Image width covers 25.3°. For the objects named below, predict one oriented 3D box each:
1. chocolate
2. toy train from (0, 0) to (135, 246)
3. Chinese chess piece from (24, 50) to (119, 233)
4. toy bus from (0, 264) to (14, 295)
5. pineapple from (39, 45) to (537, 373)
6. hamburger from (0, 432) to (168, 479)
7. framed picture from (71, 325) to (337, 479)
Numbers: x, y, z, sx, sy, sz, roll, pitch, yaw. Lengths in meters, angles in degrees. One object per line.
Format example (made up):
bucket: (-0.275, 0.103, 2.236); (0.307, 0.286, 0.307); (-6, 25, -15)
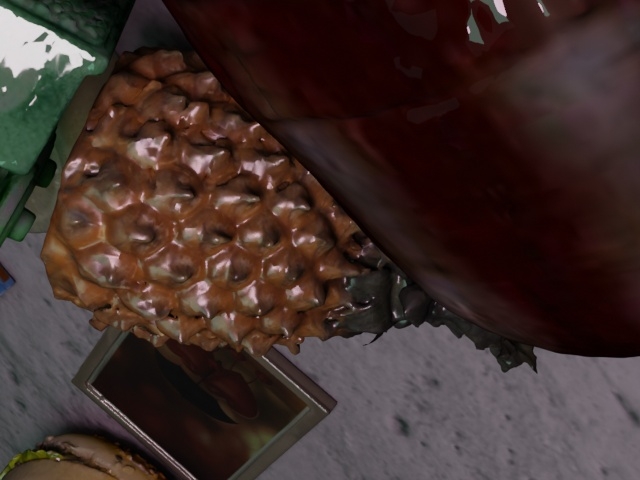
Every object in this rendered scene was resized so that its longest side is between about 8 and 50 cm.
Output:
chocolate: (0.146, -0.131, 0.662); (0.383, 0.384, 0.331); (-11, 134, 46)
toy train: (-0.230, -0.100, 0.959); (0.145, 0.266, 0.202); (28, 106, -13)
Chinese chess piece: (-0.261, -0.114, 1.195); (0.237, 0.092, 0.238); (24, 140, 22)
toy bus: (-0.456, 0.064, 1.528); (0.297, 0.106, 0.131); (-18, 112, 46)
pineapple: (0.001, -0.002, 1.013); (0.357, 0.223, 0.223); (16, 140, 1)
hamburger: (-0.239, 0.338, 1.550); (0.300, 0.176, 0.300); (22, 137, 22)
framed picture: (-0.124, 0.147, 1.396); (0.211, 0.020, 0.289); (42, 143, 0)
